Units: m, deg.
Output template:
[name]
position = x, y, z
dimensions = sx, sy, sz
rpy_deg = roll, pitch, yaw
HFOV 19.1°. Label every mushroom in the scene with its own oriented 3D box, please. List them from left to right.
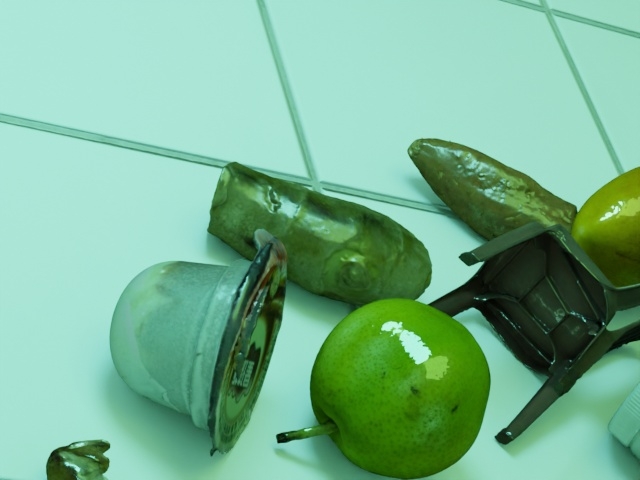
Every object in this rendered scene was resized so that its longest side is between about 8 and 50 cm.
[mushroom]
position = -0.167, 0.247, 1.675
dimensions = 0.187, 0.061, 0.060
rpy_deg = 43, 32, 7

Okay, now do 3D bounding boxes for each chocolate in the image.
[chocolate]
position = -0.122, 0.082, 1.805
dimensions = 0.147, 0.221, 0.221
rpy_deg = 20, 35, 8

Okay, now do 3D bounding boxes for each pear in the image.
[pear]
position = 0.060, 0.157, 1.872
dimensions = 0.216, 0.166, 0.180
rpy_deg = -29, 77, -22

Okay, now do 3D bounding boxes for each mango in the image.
[mango]
position = 0.386, -0.014, 2.240
dimensions = 0.257, 0.187, 0.138
rpy_deg = 17, 43, -57

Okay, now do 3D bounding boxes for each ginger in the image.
[ginger]
position = 0.000, 0.000, 2.041
dimensions = 0.263, 0.109, 0.116
rpy_deg = 24, 64, -11

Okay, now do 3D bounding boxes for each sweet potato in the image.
[sweet potato]
position = 0.215, -0.049, 2.270
dimensions = 0.251, 0.097, 0.097
rpy_deg = 35, 36, 0

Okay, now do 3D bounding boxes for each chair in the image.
[chair]
position = 0.268, 0.068, 2.104
dimensions = 0.183, 0.175, 0.326
rpy_deg = 51, 42, 11

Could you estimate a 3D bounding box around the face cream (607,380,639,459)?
[face cream]
position = 0.444, 0.192, 2.065
dimensions = 0.187, 0.201, 0.201
rpy_deg = 41, 37, 13
